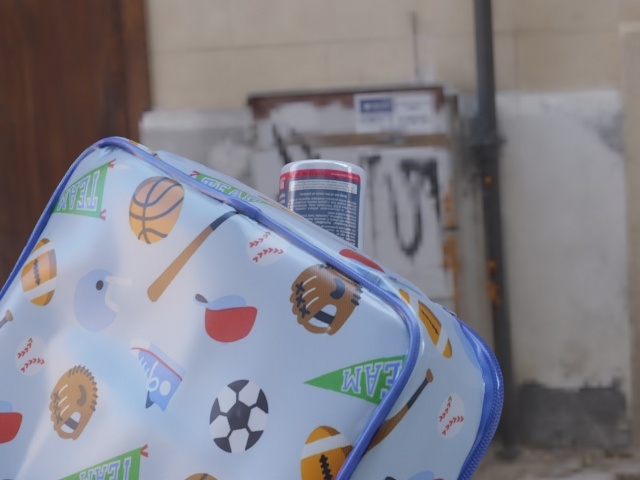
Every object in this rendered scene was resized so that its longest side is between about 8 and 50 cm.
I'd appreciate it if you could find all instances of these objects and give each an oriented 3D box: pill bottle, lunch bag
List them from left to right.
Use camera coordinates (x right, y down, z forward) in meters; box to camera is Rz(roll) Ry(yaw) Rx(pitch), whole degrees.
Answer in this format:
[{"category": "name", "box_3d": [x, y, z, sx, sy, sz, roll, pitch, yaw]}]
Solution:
[{"category": "lunch bag", "box_3d": [-0.070, 0.093, 0.815, 0.303, 0.243, 0.115, 29, 2, 40]}, {"category": "pill bottle", "box_3d": [0.000, 0.000, 1.853, 0.108, 0.180, 0.108, 2, -12, 0]}]
